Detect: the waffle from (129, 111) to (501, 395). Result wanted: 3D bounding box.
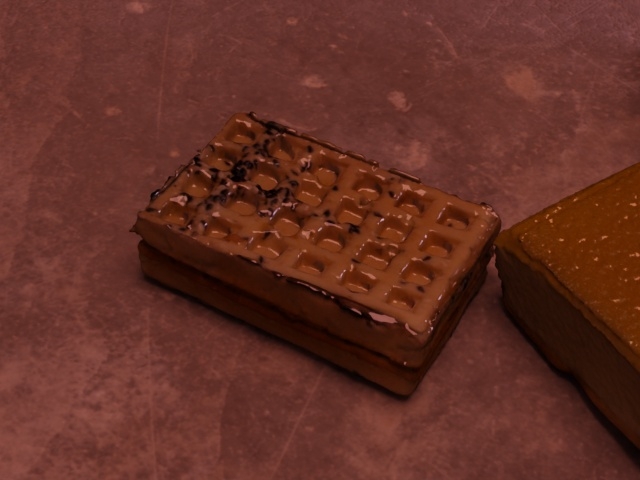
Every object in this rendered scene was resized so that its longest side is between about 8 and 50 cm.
[{"bbox_3d":[0.000,0.000,1.631,0.376,0.114,0.261,24,48,17],"label":"waffle"}]

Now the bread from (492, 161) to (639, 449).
[{"bbox_3d":[0.417,0.053,1.580,0.333,0.143,0.323,-24,46,-17],"label":"bread"}]
